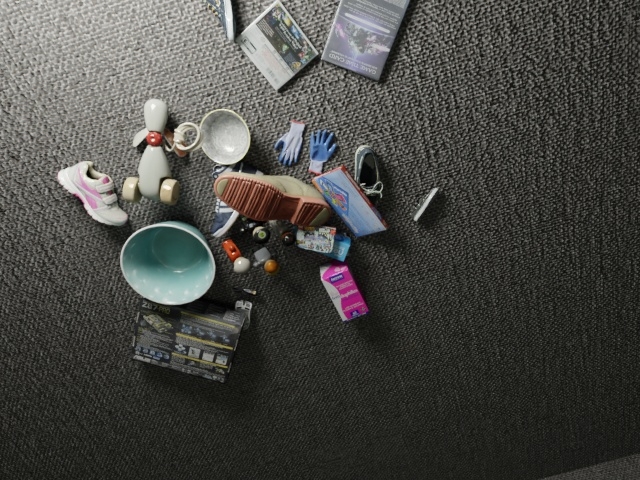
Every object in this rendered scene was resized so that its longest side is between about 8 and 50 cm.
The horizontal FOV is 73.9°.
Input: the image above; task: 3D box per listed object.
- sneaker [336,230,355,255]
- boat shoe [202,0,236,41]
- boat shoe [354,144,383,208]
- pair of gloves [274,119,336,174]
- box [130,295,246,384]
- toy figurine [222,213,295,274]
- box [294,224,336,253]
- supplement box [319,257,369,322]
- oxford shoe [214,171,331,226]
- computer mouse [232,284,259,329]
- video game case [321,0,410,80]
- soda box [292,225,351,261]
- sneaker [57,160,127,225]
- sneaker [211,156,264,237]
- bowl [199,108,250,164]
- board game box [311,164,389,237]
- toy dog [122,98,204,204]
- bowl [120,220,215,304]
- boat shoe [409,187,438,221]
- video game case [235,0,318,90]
[{"bbox_3d":[0.104,0.008,1.594,0.069,0.038,0.098,-27,115,10],"label":"sneaker"},{"bbox_3d":[-0.294,-0.668,1.220,0.083,0.065,0.183,-5,110,-1],"label":"boat shoe"},{"bbox_3d":[0.168,-0.199,1.475,0.095,0.079,0.254,-3,117,-5],"label":"boat shoe"},{"bbox_3d":[-0.051,-0.312,1.434,0.198,0.023,0.159,14,114,-12],"label":"pair of gloves"},{"bbox_3d":[-0.521,0.379,1.672,0.395,0.097,0.318,16,116,-4],"label":"box"},{"bbox_3d":[-0.206,0.015,1.470,0.210,0.148,0.213,12,118,-48],"label":"toy figurine"},{"bbox_3d":[-0.019,-0.011,1.490,0.137,0.027,0.093,10,109,3],"label":"box"},{"bbox_3d":[0.092,0.188,1.642,0.111,0.114,0.219,-24,114,8],"label":"supplement box"},{"bbox_3d":[-0.159,-0.151,1.398,0.397,0.146,0.140,16,127,-31],"label":"oxford shoe"},{"bbox_3d":[-0.307,0.267,1.687,0.106,0.042,0.192,10,112,-7],"label":"computer mouse"},{"bbox_3d":[0.139,-0.651,1.282,0.196,0.026,0.274,16,115,-12],"label":"video game case"},{"bbox_3d":[0.000,0.000,1.545,0.210,0.067,0.071,20,112,-2],"label":"soda box"},{"bbox_3d":[-0.732,-0.156,1.410,0.111,0.103,0.252,-33,115,13],"label":"sneaker"},{"bbox_3d":[-0.330,-0.152,1.445,0.153,0.099,0.282,32,103,-23],"label":"sneaker"},{"bbox_3d":[-0.293,-0.334,1.362,0.170,0.080,0.170,4,109,11],"label":"bowl"},{"bbox_3d":[0.106,-0.130,1.490,0.145,0.027,0.281,-16,124,44],"label":"board game box"},{"bbox_3d":[-0.516,-0.264,1.373,0.220,0.161,0.333,28,98,-9],"label":"toy dog"},{"bbox_3d":[-0.517,0.055,1.497,0.312,0.163,0.311,-2,116,-4],"label":"bowl"},{"bbox_3d":[0.374,-0.135,1.543,0.040,0.049,0.142,39,106,20],"label":"boat shoe"},{"bbox_3d":[-0.131,-0.589,1.293,0.173,0.022,0.190,-37,112,13],"label":"video game case"}]
